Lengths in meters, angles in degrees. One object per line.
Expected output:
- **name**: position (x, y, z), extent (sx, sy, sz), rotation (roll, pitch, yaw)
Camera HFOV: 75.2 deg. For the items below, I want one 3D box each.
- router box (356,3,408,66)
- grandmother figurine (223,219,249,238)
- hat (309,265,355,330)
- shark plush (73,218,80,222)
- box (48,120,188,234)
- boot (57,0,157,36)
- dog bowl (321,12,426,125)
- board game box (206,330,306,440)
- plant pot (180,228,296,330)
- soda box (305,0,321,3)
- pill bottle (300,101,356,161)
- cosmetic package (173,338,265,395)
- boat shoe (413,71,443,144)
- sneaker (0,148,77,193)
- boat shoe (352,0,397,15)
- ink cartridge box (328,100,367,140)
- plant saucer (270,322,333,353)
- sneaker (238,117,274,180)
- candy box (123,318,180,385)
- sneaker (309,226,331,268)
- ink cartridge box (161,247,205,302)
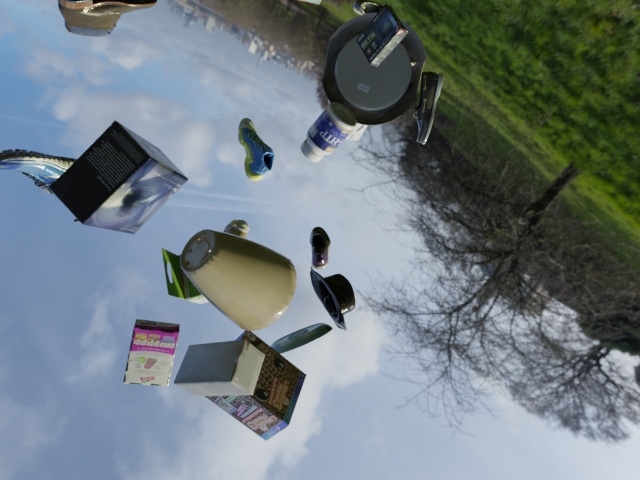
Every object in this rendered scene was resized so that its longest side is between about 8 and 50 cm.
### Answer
- **router box**: position (0.163, -0.549, 1.116), extent (0.038, 0.122, 0.092), rotation (-6, -116, -46)
- **grandmother figurine**: position (-0.306, 0.073, 1.468), extent (0.208, 0.104, 0.342), rotation (-3, -121, 4)
- **hat**: position (0.077, 0.237, 1.878), extent (0.331, 0.134, 0.331), rotation (57, 166, 22)
- **shark plush**: position (-0.871, -0.086, 1.597), extent (0.161, 0.073, 0.067), rotation (31, 154, -31)
- **box**: position (-0.651, -0.190, 1.386), extent (0.183, 0.294, 0.296), rotation (46, -179, 7)
- **boot**: position (-0.507, -0.552, 0.992), extent (0.219, 0.106, 0.082), rotation (-20, -101, -34)
- **dog bowl**: position (0.174, -0.560, 1.394), extent (0.349, 0.348, 0.102), rotation (29, -171, -2)
- **board game box**: position (-0.227, 0.505, 1.469), extent (0.291, 0.141, 0.232), rotation (40, -150, -9)
- **plant pot**: position (-0.247, 0.090, 1.171), extent (0.274, 0.256, 0.256), rotation (43, -176, -47)
- **soda box**: position (-0.063, -0.891, 1.475), extent (0.063, 0.058, 0.183), rotation (39, -144, 16)
- **pill bottle**: position (0.020, -0.347, 1.357), extent (0.112, 0.187, 0.111), rotation (25, -136, -26)
- **cosmetic package**: position (-0.288, 0.365, 1.182), extent (0.107, 0.238, 0.127), rotation (52, -139, -38)
- **boat shoe**: position (0.343, -0.435, 1.370), extent (0.069, 0.227, 0.081), rotation (10, -160, 4)
- **sneaker**: position (-1.023, -0.245, 1.539), extent (0.130, 0.147, 0.330), rotation (21, -171, 31)
- **boat shoe**: position (0.241, -0.965, 1.769), extent (0.224, 0.080, 0.073), rotation (8, -142, -29)
- **ink cartridge box**: position (0.129, -0.636, 1.844), extent (0.129, 0.223, 0.307), rotation (3, -114, -18)
- **plant saucer**: position (-0.097, 0.445, 1.910), extent (0.318, 0.318, 0.043), rotation (-13, -99, -63)
- **sneaker**: position (-0.223, -0.343, 1.518), extent (0.126, 0.239, 0.091), rotation (-12, 178, 36)
- **candy box**: position (-0.623, 0.416, 1.536), extent (0.159, 0.233, 0.071), rotation (12, -167, -19)
- **sneaker**: position (0.000, 0.000, 2.019), extent (0.107, 0.124, 0.283), rotation (-5, -141, -1)
- **ink cartridge box**: position (-0.488, 0.129, 1.582), extent (0.255, 0.097, 0.188), rotation (58, -163, -73)
